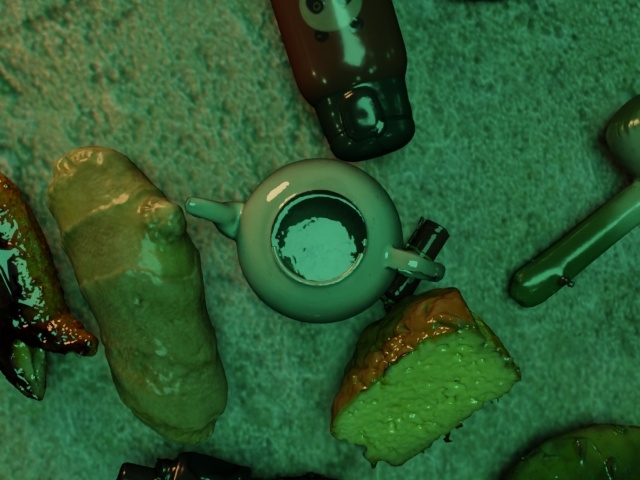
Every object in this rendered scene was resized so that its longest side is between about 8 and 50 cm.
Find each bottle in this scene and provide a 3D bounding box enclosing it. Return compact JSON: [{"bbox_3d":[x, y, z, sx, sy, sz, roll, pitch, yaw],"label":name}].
[{"bbox_3d":[0.022,-0.260,0.764,0.144,0.144,0.335,-19,92,-8],"label":"bottle"}]

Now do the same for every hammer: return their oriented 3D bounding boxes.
[{"bbox_3d":[0.378,-0.031,0.826,0.336,0.119,0.206,-39,91,-1],"label":"hammer"}]

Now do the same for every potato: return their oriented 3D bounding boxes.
[{"bbox_3d":[0.322,0.296,0.805,0.226,0.090,0.117,-24,106,-11],"label":"potato"}]

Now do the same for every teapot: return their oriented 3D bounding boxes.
[{"bbox_3d":[0.000,0.000,0.745,0.295,0.129,0.192,15,87,2],"label":"teapot"}]

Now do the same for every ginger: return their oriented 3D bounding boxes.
[{"bbox_3d":[-0.193,0.060,0.719,0.190,0.126,0.353,-15,98,33],"label":"ginger"}]

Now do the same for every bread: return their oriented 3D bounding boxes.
[{"bbox_3d":[0.114,0.150,0.752,0.143,0.139,0.229,39,117,-13],"label":"bread"},{"bbox_3d":[-0.343,0.040,0.715,0.139,0.095,0.268,-33,91,24],"label":"bread"}]

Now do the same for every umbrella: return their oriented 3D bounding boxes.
[{"bbox_3d":[-0.096,0.300,0.734,0.273,0.122,0.110,17,107,-15],"label":"umbrella"}]

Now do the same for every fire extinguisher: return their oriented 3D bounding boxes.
[{"bbox_3d":[0.113,0.037,0.812,0.056,0.039,0.132,35,83,-14],"label":"fire extinguisher"}]
